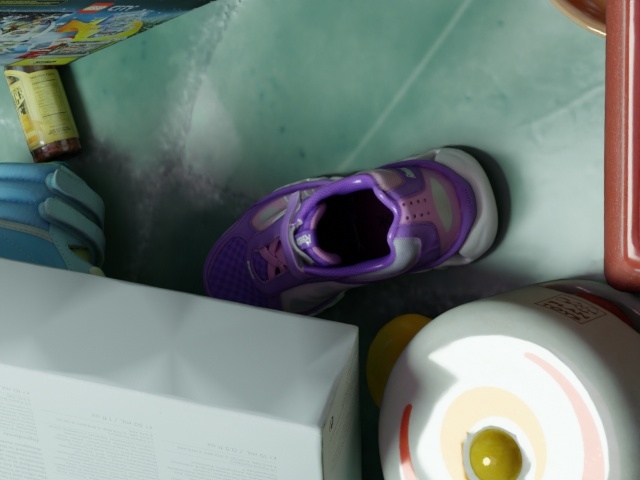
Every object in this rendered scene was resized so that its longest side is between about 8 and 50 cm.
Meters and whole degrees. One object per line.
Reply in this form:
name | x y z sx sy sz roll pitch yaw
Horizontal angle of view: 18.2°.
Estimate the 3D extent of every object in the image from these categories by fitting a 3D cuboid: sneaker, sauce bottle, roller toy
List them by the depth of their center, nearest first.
roller toy | 0.139 0.122 1.259 0.191 0.146 0.209 -27 81 34
sneaker | 0.000 0.000 1.365 0.236 0.104 0.095 -19 87 36
sneaker | -0.172 0.053 1.488 0.319 0.208 0.127 33 138 -12
sauce bottle | -0.220 -0.122 1.538 0.042 0.042 0.128 -24 81 35

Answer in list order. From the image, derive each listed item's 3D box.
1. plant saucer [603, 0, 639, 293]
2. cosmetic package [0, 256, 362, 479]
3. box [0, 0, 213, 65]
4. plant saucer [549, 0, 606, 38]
plant saucer | 0.281 -0.077 1.161 0.259 0.048 0.258 6 106 27
cosmetic package | -0.162 0.144 1.349 0.377 0.097 0.284 11 137 11
box | -0.205 -0.165 1.402 0.159 0.233 0.044 -19 84 35
plant saucer | 0.209 -0.220 1.227 0.200 0.037 0.200 7 102 34
